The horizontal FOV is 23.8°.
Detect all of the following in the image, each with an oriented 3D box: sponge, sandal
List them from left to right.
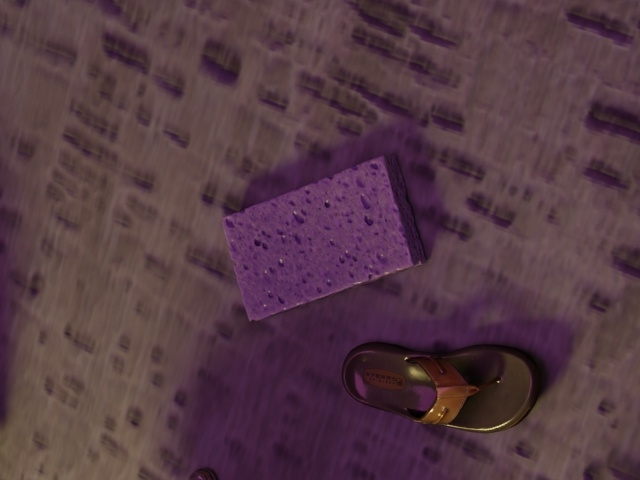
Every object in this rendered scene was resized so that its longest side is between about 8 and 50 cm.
[{"bbox_3d":[0.000,0.000,1.570,0.210,0.031,0.117,-20,83,30],"label":"sponge"},{"bbox_3d":[0.110,0.141,1.497,0.219,0.060,0.090,7,97,30],"label":"sandal"}]

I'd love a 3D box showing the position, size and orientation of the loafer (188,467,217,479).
[{"bbox_3d":[-0.138,0.314,1.665,0.045,0.039,0.125,10,99,30],"label":"loafer"}]
